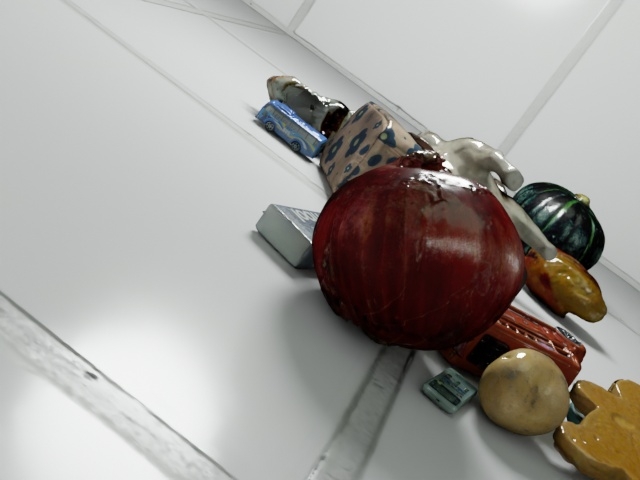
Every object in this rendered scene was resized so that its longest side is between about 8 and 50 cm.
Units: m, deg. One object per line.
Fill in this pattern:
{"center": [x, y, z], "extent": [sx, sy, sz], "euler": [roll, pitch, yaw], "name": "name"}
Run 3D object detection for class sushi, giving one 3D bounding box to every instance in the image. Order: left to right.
{"center": [0.020, -0.244, 1.879], "extent": [0.332, 0.124, 0.130], "euler": [30, 6, -16], "name": "sushi"}

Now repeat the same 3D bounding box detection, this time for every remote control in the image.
{"center": [0.165, 0.191, 1.097], "extent": [0.053, 0.018, 0.124], "euler": [40, 16, 18], "name": "remote control"}

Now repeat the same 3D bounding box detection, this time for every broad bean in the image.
{"center": [0.559, 0.107, 1.991], "extent": [0.228, 0.122, 0.156], "euler": [48, -7, 20], "name": "broad bean"}

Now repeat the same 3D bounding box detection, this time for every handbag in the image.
{"center": [0.126, -0.143, 1.705], "extent": [0.193, 0.190, 0.251], "euler": [38, 12, -19], "name": "handbag"}

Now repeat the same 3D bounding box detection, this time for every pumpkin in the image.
{"center": [0.667, -0.041, 2.441], "extent": [0.315, 0.238, 0.315], "euler": [37, 17, -13], "name": "pumpkin"}

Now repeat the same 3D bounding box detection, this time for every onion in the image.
{"center": [0.121, 0.013, 1.100], "extent": [0.276, 0.276, 0.276], "euler": [33, 16, -10], "name": "onion"}

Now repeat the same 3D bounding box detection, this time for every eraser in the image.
{"center": [0.000, 0.000, 1.255], "extent": [0.092, 0.046, 0.212], "euler": [45, 17, 25], "name": "eraser"}

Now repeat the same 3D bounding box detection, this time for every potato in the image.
{"center": [0.267, 0.202, 1.125], "extent": [0.147, 0.112, 0.112], "euler": [13, 27, -43], "name": "potato"}

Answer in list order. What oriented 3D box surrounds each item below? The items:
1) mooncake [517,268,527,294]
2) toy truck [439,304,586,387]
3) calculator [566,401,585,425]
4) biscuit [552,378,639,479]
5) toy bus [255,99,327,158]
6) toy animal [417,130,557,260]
{"center": [0.196, 0.004, 1.397], "extent": [0.306, 0.154, 0.306], "euler": [46, 9, -9], "name": "mooncake"}
{"center": [0.287, 0.166, 1.263], "extent": [0.252, 0.107, 0.114], "euler": [27, 18, -24], "name": "toy truck"}
{"center": [0.526, 0.338, 1.364], "extent": [0.386, 0.054, 0.256], "euler": [14, 26, -50], "name": "calculator"}
{"center": [0.446, 0.288, 1.233], "extent": [0.216, 0.047, 0.339], "euler": [35, 24, 13], "name": "biscuit"}
{"center": [-0.060, -0.230, 1.783], "extent": [0.153, 0.061, 0.051], "euler": [39, 21, 7], "name": "toy bus"}
{"center": [0.337, -0.084, 1.890], "extent": [0.344, 0.194, 0.303], "euler": [58, -5, -34], "name": "toy animal"}
